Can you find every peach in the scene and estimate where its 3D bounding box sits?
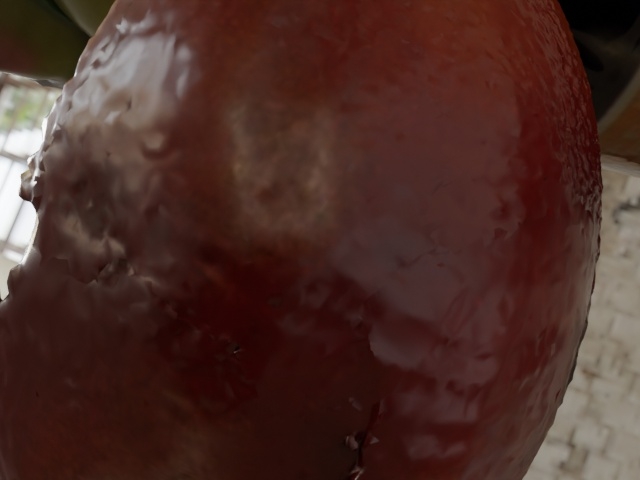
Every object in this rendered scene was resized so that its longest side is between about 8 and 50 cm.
[{"bbox_3d":[0.004,0.005,0.461,0.154,0.267,0.159,29,13,19],"label":"peach"}]

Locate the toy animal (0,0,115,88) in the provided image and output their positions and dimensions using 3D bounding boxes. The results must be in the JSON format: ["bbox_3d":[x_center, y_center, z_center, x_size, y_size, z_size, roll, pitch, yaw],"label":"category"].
[{"bbox_3d":[-0.064,-0.166,0.698,0.338,0.191,0.216,4,-49,45],"label":"toy animal"}]

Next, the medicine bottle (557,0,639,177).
[{"bbox_3d":[0.268,-0.116,0.740,0.395,0.242,0.242,16,-8,-11],"label":"medicine bottle"}]
